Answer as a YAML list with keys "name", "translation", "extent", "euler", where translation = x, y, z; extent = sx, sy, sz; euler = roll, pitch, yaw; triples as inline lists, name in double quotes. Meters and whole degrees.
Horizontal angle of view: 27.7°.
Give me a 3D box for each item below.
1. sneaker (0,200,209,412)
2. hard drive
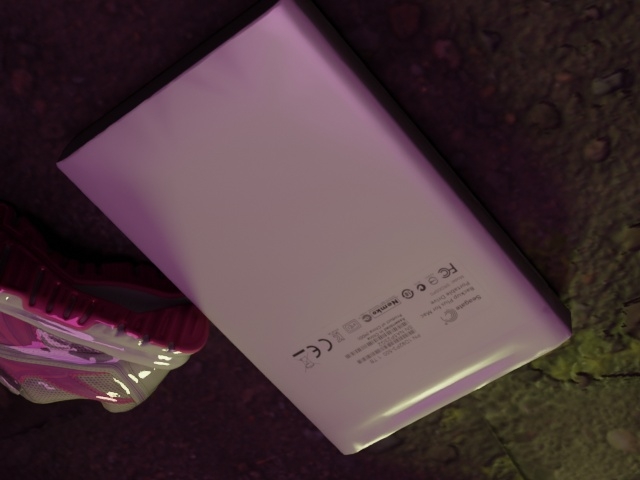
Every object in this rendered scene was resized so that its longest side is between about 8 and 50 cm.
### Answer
- name: "sneaker"
  translation: [-0.212, 0.055, 0.909]
  extent: [0.252, 0.103, 0.111]
  euler: [24, 121, -7]
- name: "hard drive"
  translation: [0.000, 0.000, 0.879]
  extent: [0.203, 0.040, 0.307]
  euler: [-32, 113, 25]
